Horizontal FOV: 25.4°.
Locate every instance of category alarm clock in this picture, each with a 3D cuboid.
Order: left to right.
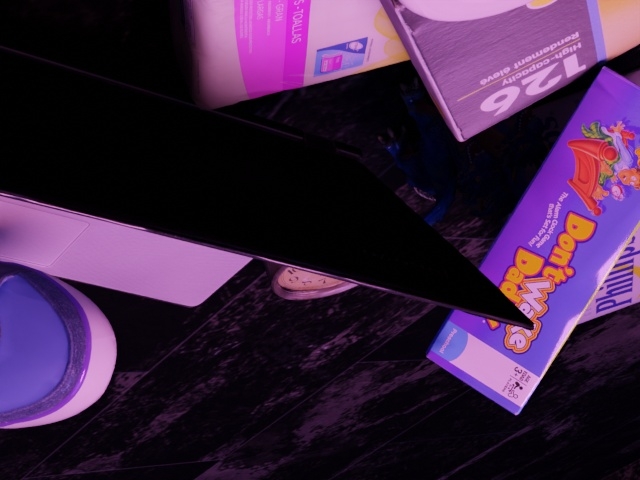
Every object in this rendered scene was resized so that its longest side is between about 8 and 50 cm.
[{"bbox_3d":[0.000,0.000,1.399,0.129,0.064,0.192,-23,160,9],"label":"alarm clock"}]

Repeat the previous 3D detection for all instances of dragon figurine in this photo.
[{"bbox_3d":[0.117,-0.055,1.261,0.085,0.144,0.289,-12,156,-16],"label":"dragon figurine"}]

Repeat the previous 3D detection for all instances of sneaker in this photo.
[{"bbox_3d":[-0.339,0.057,1.028,0.322,0.130,0.236,13,178,26],"label":"sneaker"}]

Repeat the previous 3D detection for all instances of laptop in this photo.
[{"bbox_3d":[-0.143,0.011,0.981,0.382,0.236,0.408,16,143,-32],"label":"laptop"}]

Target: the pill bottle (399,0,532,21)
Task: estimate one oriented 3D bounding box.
[{"bbox_3d":[0.059,-0.230,0.720,0.121,0.216,0.121,-16,158,-7],"label":"pill bottle"}]

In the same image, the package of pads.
[{"bbox_3d":[0.046,-0.206,0.920,0.296,0.101,0.229,-16,159,-10],"label":"package of pads"}]

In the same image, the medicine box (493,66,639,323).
[{"bbox_3d":[0.327,-0.050,1.435,0.289,0.149,0.263,-21,157,4],"label":"medicine box"}]

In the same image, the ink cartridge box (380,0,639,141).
[{"bbox_3d":[0.197,-0.176,0.895,0.303,0.072,0.307,-30,158,7],"label":"ink cartridge box"}]

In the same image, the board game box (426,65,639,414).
[{"bbox_3d":[0.199,-0.012,1.115,0.233,0.078,0.347,-59,171,11],"label":"board game box"}]
